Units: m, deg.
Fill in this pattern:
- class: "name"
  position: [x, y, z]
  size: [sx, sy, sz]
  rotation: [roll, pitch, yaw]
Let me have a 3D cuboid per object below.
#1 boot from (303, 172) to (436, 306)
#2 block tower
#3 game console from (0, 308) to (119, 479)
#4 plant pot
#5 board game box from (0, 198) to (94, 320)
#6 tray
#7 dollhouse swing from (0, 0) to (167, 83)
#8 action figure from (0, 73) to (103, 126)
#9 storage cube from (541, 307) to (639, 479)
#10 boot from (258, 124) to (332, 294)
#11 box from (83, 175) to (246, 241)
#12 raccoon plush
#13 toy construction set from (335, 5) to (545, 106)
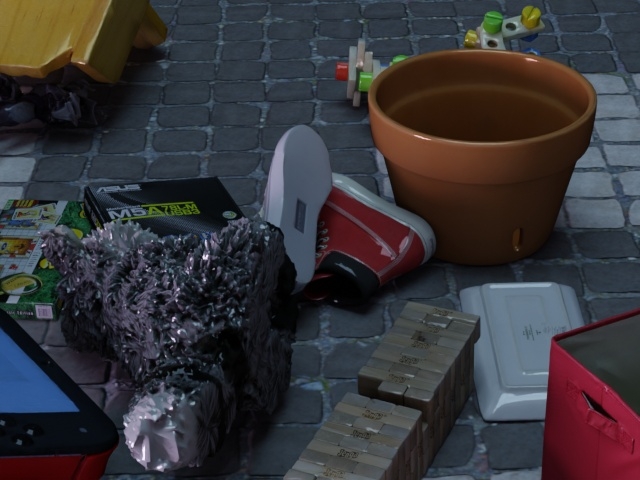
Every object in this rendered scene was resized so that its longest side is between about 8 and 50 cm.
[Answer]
- class: "boot"
  position: [0.000, 0.000, 1.930]
  size: [0.244, 0.088, 0.176]
  rotation: [24, 44, 36]
- class: "block tower"
  position: [0.073, 0.194, 1.586]
  size: [0.091, 0.097, 0.335]
  rotation: [12, 35, 21]
- class: "game console"
  position: [-0.420, 0.138, 1.535]
  size: [0.342, 0.060, 0.386]
  rotation: [10, 15, -39]
- class: "plant pot"
  position: [0.209, -0.103, 1.973]
  size: [0.291, 0.203, 0.291]
  rotation: [-2, 31, 1]
- class: "board game box"
  position: [-0.375, 0.021, 1.960]
  size: [0.136, 0.030, 0.260]
  rotation: [4, 31, 4]
- class: "tray"
  position: [0.246, 0.118, 1.767]
  size: [0.145, 0.030, 0.270]
  rotation: [-1, 30, -1]
- class: "dollhouse swing"
  position: [-0.446, -0.310, 2.404]
  size: [0.346, 0.305, 0.315]
  rotation: [7, 59, 14]
- class: "action figure"
  position: [-0.452, -0.197, 2.264]
  size: [0.185, 0.099, 0.285]
  rotation: [4, 21, 44]
- class: "storage cube"
  position: [0.346, 0.192, 1.477]
  size: [0.215, 0.193, 0.183]
  rotation: [-14, 33, -22]
- class: "boot"
  position: [-0.064, -0.027, 1.889]
  size: [0.123, 0.095, 0.258]
  rotation: [-27, 36, 35]
- class: "box"
  position: [-0.196, -0.021, 1.984]
  size: [0.190, 0.045, 0.184]
  rotation: [-5, 34, -22]
- class: "raccoon plush"
  position: [-0.211, 0.084, 1.593]
  size: [0.299, 0.216, 0.446]
  rotation: [3, 8, 16]
- class: "toy construction set"
  position: [0.177, -0.254, 2.284]
  size: [0.327, 0.151, 0.215]
  rotation: [-4, 54, 11]
